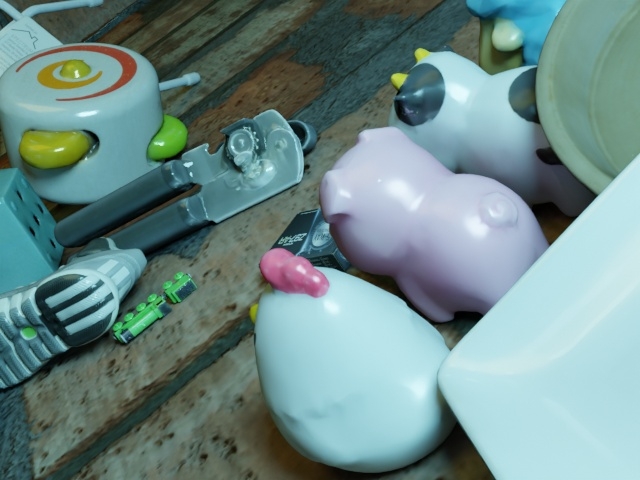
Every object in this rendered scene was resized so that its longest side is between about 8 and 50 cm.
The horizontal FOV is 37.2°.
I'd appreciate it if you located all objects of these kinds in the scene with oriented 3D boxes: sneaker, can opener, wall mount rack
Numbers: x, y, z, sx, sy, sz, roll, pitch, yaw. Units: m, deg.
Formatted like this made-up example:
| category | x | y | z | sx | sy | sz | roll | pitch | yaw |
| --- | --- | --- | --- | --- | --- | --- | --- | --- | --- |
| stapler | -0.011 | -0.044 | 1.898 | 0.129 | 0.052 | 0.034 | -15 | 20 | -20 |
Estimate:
| category | x | y | z | sx | sy | sz | roll | pitch | yaw |
| --- | --- | --- | --- | --- | --- | --- | --- | --- | --- |
| sneaker | -0.249 | 0.062 | 0.887 | 0.229 | 0.086 | 0.132 | -18 | 17 | 28 |
| can opener | -0.130 | -0.041 | 0.942 | 0.284 | 0.075 | 0.095 | -25 | -6 | 24 |
| wall mount rack | -0.350 | -0.230 | 1.350 | 0.304 | 0.350 | 0.130 | -47 | -8 | -21 |

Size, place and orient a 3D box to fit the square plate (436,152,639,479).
| category | x | y | z | sx | sy | sz | roll | pitch | yaw |
| --- | --- | --- | --- | --- | --- | --- | --- | --- | --- |
| square plate | 0.204 | -0.002 | 0.271 | 0.347 | 0.049 | 0.344 | -47 | 17 | 7 |

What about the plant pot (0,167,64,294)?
| category | x | y | z | sx | sy | sz | roll | pitch | yaw |
| --- | --- | --- | --- | --- | --- | --- | --- | --- | --- |
| plant pot | -0.416 | 0.027 | 1.058 | 0.234 | 0.165 | 0.165 | -27 | 24 | 4 |

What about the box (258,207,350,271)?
| category | x | y | z | sx | sy | sz | roll | pitch | yaw |
| --- | --- | --- | --- | --- | --- | --- | --- | --- | --- |
| box | 0.000 | 0.000 | 0.729 | 0.083 | 0.018 | 0.067 | -10 | 34 | 44 |

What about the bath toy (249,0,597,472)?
| category | x | y | z | sx | sy | sz | roll | pitch | yaw |
| --- | --- | --- | --- | --- | --- | --- | --- | --- | --- |
| bath toy | 0.066 | -0.029 | 0.562 | 0.151 | 0.129 | 0.348 | -7 | 37 | 47 |

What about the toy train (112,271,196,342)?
| category | x | y | z | sx | sy | sz | roll | pitch | yaw |
| --- | --- | --- | --- | --- | --- | --- | --- | --- | --- |
| toy train | -0.141 | 0.058 | 0.809 | 0.083 | 0.017 | 0.024 | -41 | 35 | -13 |

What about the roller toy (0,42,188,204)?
| category | x | y | z | sx | sy | sz | roll | pitch | yaw |
| --- | --- | --- | --- | --- | --- | --- | --- | --- | --- |
| roller toy | -0.287 | -0.148 | 1.142 | 0.209 | 0.146 | 0.191 | -29 | 45 | -32 |

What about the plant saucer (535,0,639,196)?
| category | x | y | z | sx | sy | sz | roll | pitch | yaw |
| --- | --- | --- | --- | --- | --- | --- | --- | --- | --- |
| plant saucer | 0.249 | -0.100 | 0.479 | 0.278 | 0.041 | 0.277 | -18 | 44 | 19 |
